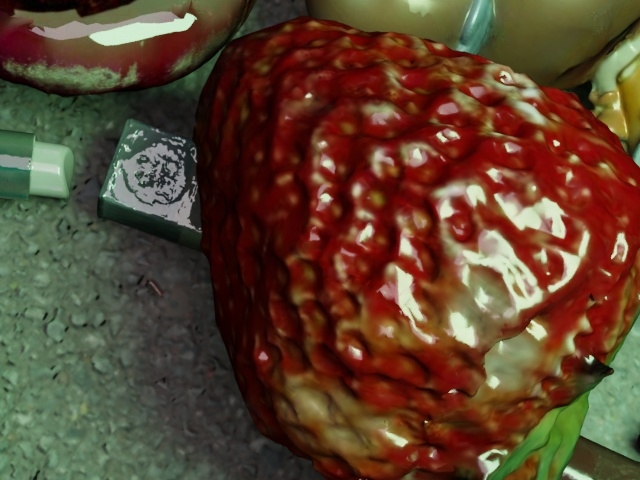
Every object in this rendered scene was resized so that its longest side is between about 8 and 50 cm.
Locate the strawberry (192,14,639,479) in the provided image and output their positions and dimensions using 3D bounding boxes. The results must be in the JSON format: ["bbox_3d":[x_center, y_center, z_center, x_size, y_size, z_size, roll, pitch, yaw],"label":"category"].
[{"bbox_3d":[0.047,0.018,1.113,0.310,0.292,0.292,21,77,-4],"label":"strawberry"}]

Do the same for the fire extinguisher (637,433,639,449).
[{"bbox_3d":[0.341,0.075,1.298,0.075,0.106,0.252,42,77,12],"label":"fire extinguisher"}]

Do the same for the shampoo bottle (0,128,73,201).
[{"bbox_3d":[-0.271,-0.059,1.255,0.192,0.074,0.074,7,78,-6],"label":"shampoo bottle"}]

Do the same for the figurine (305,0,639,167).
[{"bbox_3d":[0.204,-0.133,1.263,0.276,0.248,0.388,-44,85,11],"label":"figurine"}]

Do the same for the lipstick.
[{"bbox_3d":[0.000,0.000,1.284,0.317,0.068,0.066,19,76,-4],"label":"lipstick"}]

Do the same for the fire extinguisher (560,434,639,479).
[{"bbox_3d":[0.122,0.157,1.275,0.267,0.072,0.089,25,116,-3],"label":"fire extinguisher"}]

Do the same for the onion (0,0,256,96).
[{"bbox_3d":[-0.169,-0.189,1.249,0.272,0.195,0.272,6,50,-7],"label":"onion"}]
